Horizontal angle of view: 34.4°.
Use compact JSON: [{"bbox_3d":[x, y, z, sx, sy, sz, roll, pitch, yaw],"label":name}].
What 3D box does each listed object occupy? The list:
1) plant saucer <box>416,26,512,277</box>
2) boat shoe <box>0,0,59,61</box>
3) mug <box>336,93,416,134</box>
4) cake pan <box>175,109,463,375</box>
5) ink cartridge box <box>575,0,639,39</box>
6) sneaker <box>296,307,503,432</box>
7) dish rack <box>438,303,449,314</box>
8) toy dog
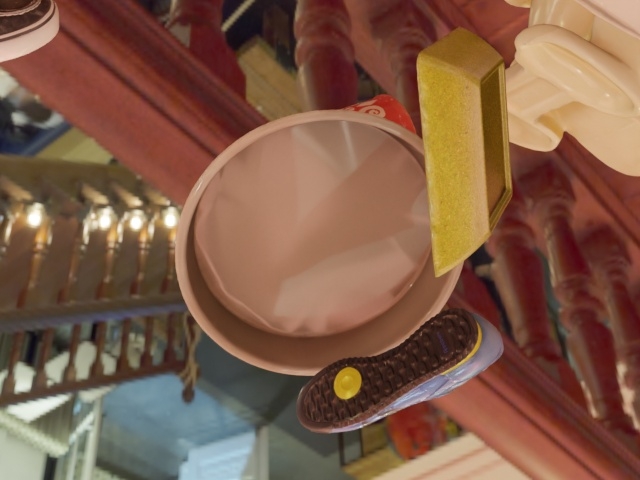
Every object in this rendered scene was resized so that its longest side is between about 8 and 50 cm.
[{"bbox_3d":[0.134,-0.085,0.908,0.045,0.188,0.188,-1,108,19],"label":"plant saucer"},{"bbox_3d":[-0.417,-0.251,1.064,0.301,0.108,0.102,-5,137,-26],"label":"boat shoe"},{"bbox_3d":[0.021,-0.083,1.223,0.169,0.150,0.113,-17,-178,-26],"label":"mug"},{"bbox_3d":[0.000,0.000,1.041,0.293,0.054,0.293,-4,117,-8],"label":"cake pan"},{"bbox_3d":[0.266,-0.162,0.634,0.308,0.385,0.091,-13,173,-35],"label":"ink cartridge box"},{"bbox_3d":[0.077,0.135,0.980,0.209,0.069,0.082,-29,146,20],"label":"sneaker"},{"bbox_3d":[0.111,0.177,1.793,0.271,0.208,0.074,-43,91,4],"label":"dish rack"},{"bbox_3d":[0.393,-0.311,1.249,0.395,0.407,0.284,23,166,-4],"label":"toy dog"}]
